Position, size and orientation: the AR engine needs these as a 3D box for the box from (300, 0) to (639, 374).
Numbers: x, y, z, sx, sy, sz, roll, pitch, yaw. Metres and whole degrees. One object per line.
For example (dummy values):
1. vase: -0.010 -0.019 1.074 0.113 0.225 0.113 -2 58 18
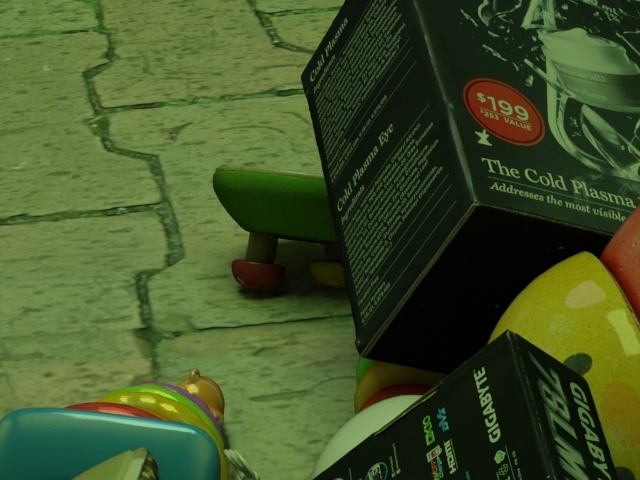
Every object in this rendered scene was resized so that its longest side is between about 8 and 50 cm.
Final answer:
1. box: 0.189 -0.050 1.343 0.343 0.179 0.312 12 42 -25

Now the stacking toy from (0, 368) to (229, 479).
1. stacking toy: -0.125 0.162 1.243 0.166 0.175 0.302 4 16 10

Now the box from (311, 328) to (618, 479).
1. box: 0.040 0.239 0.866 0.073 0.293 0.295 32 29 -31

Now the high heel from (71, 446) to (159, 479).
1. high heel: -0.128 0.256 0.996 0.093 0.186 0.261 -16 22 30

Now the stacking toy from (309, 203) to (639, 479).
1. stacking toy: 0.222 0.105 1.046 0.480 0.350 0.350 -23 28 0

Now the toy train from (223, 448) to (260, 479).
1. toy train: -0.032 0.210 1.159 0.046 0.166 0.125 -42 63 -9

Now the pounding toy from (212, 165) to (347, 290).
1. pounding toy: 0.000 0.000 1.610 0.183 0.110 0.237 6 -3 39

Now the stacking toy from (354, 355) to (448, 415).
1. stacking toy: 0.083 0.117 1.332 0.141 0.141 0.330 2 34 9
